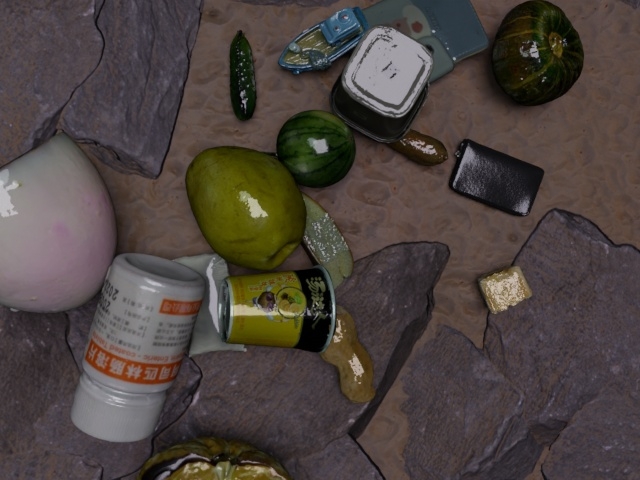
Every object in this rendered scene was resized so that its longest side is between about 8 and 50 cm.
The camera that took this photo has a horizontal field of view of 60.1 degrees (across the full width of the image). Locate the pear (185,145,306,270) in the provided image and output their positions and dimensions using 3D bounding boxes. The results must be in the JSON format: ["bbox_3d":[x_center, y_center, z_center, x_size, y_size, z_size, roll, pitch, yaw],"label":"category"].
[{"bbox_3d":[-0.171,-0.081,1.271,0.253,0.253,0.307,-37,66,-8],"label":"pear"}]

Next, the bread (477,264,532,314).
[{"bbox_3d":[0.480,0.125,1.450,0.125,0.082,0.106,-23,82,2],"label":"bread"}]

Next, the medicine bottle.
[{"bbox_3d":[-0.405,0.231,1.228,0.211,0.211,0.371,18,96,-8],"label":"medicine bottle"}]

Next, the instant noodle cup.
[{"bbox_3d":[-0.107,0.157,1.270,0.236,0.215,0.215,3,88,-21],"label":"instant noodle cup"}]

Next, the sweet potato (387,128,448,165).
[{"bbox_3d":[0.200,-0.267,1.420,0.274,0.075,0.075,26,85,-1],"label":"sweet potato"}]

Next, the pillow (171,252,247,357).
[{"bbox_3d":[-0.271,0.156,1.338,0.144,0.078,0.253,-11,90,1],"label":"pillow"}]

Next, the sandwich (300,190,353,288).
[{"bbox_3d":[0.000,0.000,1.376,0.094,0.096,0.258,-34,96,-13],"label":"sandwich"}]

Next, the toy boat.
[{"bbox_3d":[0.003,-0.484,1.353,0.238,0.098,0.109,-27,87,12],"label":"toy boat"}]

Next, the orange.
[{"bbox_3d":[-0.236,0.584,1.265,0.369,0.210,0.270,9,90,-10],"label":"orange"}]

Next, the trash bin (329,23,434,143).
[{"bbox_3d":[0.144,-0.357,1.266,0.220,0.250,0.219,28,92,0],"label":"trash bin"}]

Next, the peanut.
[{"bbox_3d":[0.063,0.283,1.374,0.117,0.101,0.263,-26,95,17],"label":"peanut"}]

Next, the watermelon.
[{"bbox_3d":[-0.021,-0.217,1.334,0.215,0.188,0.187,-10,90,30],"label":"watermelon"}]

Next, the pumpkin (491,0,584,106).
[{"bbox_3d":[0.542,-0.471,1.428,0.260,0.189,0.260,4,83,-31],"label":"pumpkin"}]

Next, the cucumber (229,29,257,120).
[{"bbox_3d":[-0.193,-0.409,1.370,0.069,0.069,0.227,-3,85,-9],"label":"cucumber"}]

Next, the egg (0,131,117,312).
[{"bbox_3d":[-0.589,-0.005,1.168,0.355,0.354,0.339,-33,112,-8],"label":"egg"}]

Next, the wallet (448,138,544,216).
[{"bbox_3d":[0.462,-0.164,1.472,0.250,0.044,0.149,18,90,-8],"label":"wallet"}]

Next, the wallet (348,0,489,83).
[{"bbox_3d":[0.244,-0.526,1.430,0.361,0.083,0.252,-28,88,-6],"label":"wallet"}]
